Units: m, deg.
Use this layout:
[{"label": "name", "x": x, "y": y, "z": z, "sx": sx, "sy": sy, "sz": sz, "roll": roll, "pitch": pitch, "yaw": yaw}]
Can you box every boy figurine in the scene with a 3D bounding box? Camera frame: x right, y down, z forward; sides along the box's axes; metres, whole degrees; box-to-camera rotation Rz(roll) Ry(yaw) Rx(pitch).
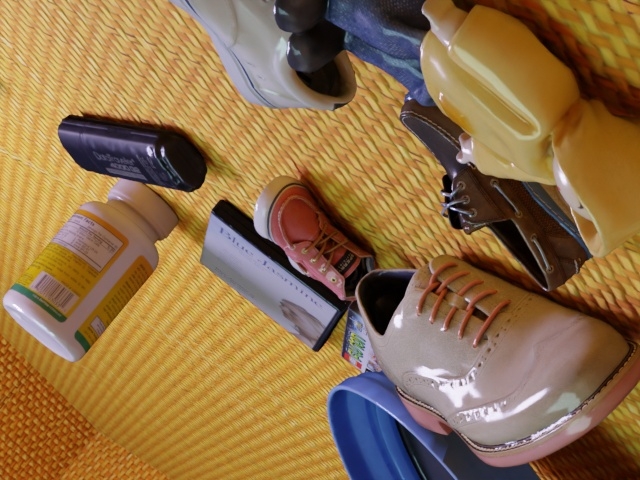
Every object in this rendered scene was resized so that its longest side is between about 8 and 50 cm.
[{"label": "boy figurine", "x": 0.107, "y": -0.086, "z": 1.244, "sx": 0.285, "sy": 0.092, "sz": 0.177, "roll": 37, "pitch": 163, "yaw": 21}]

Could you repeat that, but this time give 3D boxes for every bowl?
[{"label": "bowl", "x": 0.152, "y": 0.292, "z": 1.962, "sx": 0.391, "sy": 0.077, "sz": 0.391, "roll": 49, "pitch": 162, "yaw": 22}]

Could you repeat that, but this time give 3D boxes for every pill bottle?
[{"label": "pill bottle", "x": -0.264, "y": 0.029, "z": 2.251, "sx": 0.117, "sy": 0.208, "sz": 0.117, "roll": 35, "pitch": 165, "yaw": 11}]

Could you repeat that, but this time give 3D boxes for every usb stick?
[{"label": "usb stick", "x": -0.205, "y": -0.095, "z": 2.064, "sx": 0.077, "sy": 0.045, "sz": 0.278, "roll": 54, "pitch": 161, "yaw": -24}]

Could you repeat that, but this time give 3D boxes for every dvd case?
[{"label": "dvd case", "x": -0.055, "y": 0.045, "z": 2.166, "sx": 0.180, "sy": 0.022, "sz": 0.253, "roll": 38, "pitch": 165, "yaw": 3}]

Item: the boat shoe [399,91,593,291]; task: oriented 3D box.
[{"label": "boat shoe", "x": 0.123, "y": -0.036, "z": 1.399, "sx": 0.183, "sy": 0.066, "sz": 0.066, "roll": 40, "pitch": 165, "yaw": -4}]

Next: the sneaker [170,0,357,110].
[{"label": "sneaker", "x": -0.045, "y": -0.182, "z": 1.361, "sx": 0.091, "sy": 0.094, "sz": 0.258, "roll": 8, "pitch": 155, "yaw": 30}]

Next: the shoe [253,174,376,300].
[{"label": "shoe", "x": 0.000, "y": 0.000, "z": 1.828, "sx": 0.081, "sy": 0.063, "sz": 0.178, "roll": 30, "pitch": 169, "yaw": 26}]

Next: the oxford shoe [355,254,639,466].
[{"label": "oxford shoe", "x": 0.132, "y": 0.091, "z": 1.633, "sx": 0.146, "sy": 0.140, "sz": 0.397, "roll": 50, "pitch": 161, "yaw": -14}]

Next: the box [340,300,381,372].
[{"label": "box", "x": 0.079, "y": 0.117, "z": 2.030, "sx": 0.114, "sy": 0.036, "sz": 0.207, "roll": 37, "pitch": 165, "yaw": 9}]
